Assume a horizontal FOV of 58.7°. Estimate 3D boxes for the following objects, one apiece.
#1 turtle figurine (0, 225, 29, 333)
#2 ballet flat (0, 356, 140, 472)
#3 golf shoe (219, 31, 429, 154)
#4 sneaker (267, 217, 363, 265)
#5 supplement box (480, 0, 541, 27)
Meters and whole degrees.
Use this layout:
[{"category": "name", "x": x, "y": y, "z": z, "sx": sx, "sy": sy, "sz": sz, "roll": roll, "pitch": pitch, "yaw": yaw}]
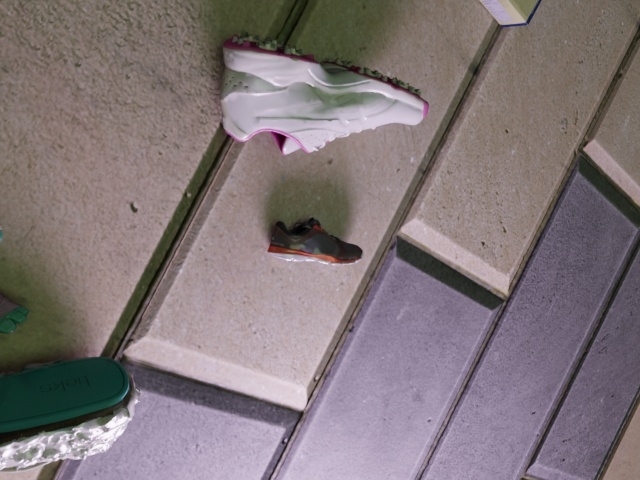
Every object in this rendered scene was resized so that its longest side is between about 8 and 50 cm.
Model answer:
[{"category": "turtle figurine", "x": -0.403, "y": 0.016, "z": 0.564, "sx": 0.175, "sy": 0.118, "sz": 0.234, "roll": -23, "pitch": 128, "yaw": -15}, {"category": "ballet flat", "x": -0.407, "y": 0.219, "z": 0.616, "sx": 0.409, "sy": 0.147, "sz": 0.147, "roll": 2, "pitch": 102, "yaw": -32}, {"category": "golf shoe", "x": 0.005, "y": -0.180, "z": 0.774, "sx": 0.306, "sy": 0.115, "sz": 0.140, "roll": 6, "pitch": 111, "yaw": -26}, {"category": "sneaker", "x": 0.000, "y": 0.000, "z": 0.841, "sx": 0.158, "sy": 0.061, "sz": 0.065, "roll": 5, "pitch": 95, "yaw": -33}, {"category": "supplement box", "x": 0.310, "y": -0.405, "z": 0.916, "sx": 0.083, "sy": 0.056, "sz": 0.083, "roll": 30, "pitch": 87, "yaw": -34}]
